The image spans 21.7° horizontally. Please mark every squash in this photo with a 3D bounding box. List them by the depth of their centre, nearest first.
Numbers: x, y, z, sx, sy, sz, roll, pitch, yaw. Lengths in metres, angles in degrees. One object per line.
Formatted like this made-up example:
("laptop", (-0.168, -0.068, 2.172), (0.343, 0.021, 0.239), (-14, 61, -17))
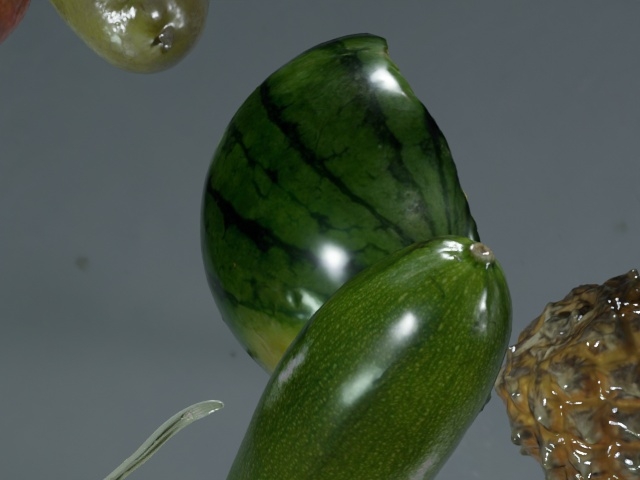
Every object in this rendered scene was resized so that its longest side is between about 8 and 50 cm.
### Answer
("squash", (0.004, 0.082, 0.587), (0.069, 0.258, 0.069), (8, 53, -11))

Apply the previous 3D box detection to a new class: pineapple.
("pineapple", (0.214, 0.120, 1.082), (0.166, 0.166, 0.193), (-40, 103, 4))

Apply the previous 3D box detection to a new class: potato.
("potato", (-0.202, -0.266, 1.713), (0.251, 0.174, 0.159), (55, 140, 37))

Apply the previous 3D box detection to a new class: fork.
("fork", (-0.164, 0.193, 1.299), (0.219, 0.034, 0.028), (-35, 47, -5))

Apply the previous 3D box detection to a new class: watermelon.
("watermelon", (0.002, 0.001, 0.862), (0.127, 0.204, 0.232), (-15, 33, -14))

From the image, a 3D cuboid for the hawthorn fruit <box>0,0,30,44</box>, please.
("hawthorn fruit", (-0.296, -0.190, 0.998), (0.207, 0.243, 0.207), (-10, 58, 16))
